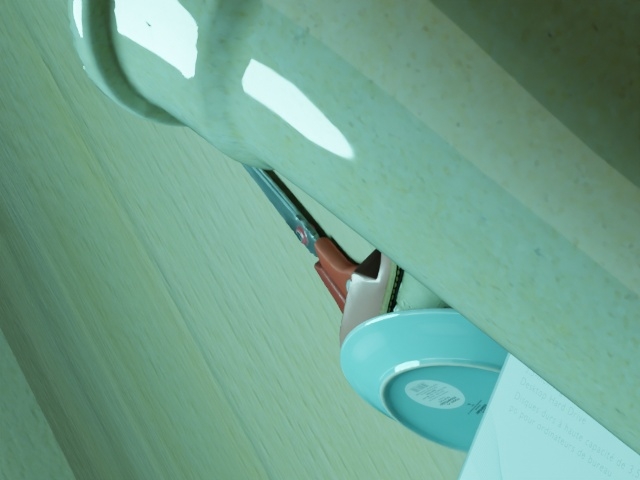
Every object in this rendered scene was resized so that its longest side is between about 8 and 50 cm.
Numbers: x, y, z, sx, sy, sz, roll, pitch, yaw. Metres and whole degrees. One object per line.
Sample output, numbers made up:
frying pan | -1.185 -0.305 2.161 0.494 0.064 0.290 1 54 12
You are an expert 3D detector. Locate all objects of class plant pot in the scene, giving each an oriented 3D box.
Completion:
plant pot | 0.127 -0.076 0.671 0.305 0.334 0.334 46 154 18

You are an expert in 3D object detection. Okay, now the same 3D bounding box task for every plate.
plate | 0.101 0.099 1.088 0.188 0.188 0.024 109 177 -61

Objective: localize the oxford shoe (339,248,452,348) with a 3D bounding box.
oxford shoe | 0.106 -0.016 1.057 0.130 0.123 0.348 32 148 15

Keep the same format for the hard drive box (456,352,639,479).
hard drive box | 0.164 0.124 0.885 0.181 0.089 0.232 30 101 57

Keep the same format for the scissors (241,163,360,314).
scissors | 0.000 0.000 1.426 0.297 0.021 0.109 59 161 23
